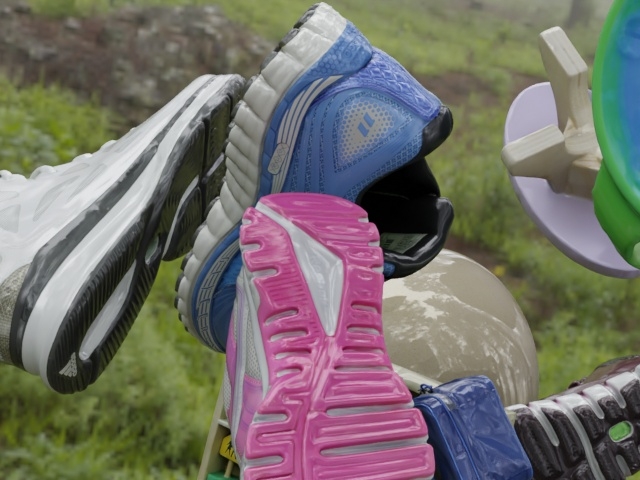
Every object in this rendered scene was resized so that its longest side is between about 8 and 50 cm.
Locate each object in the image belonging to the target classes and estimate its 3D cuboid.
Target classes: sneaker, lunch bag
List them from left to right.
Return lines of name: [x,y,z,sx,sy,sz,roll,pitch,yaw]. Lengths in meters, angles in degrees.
sneaker: [-0.254,-0.059,1.299,0.258,0.169,0.447,18,42,13]
sneaker: [-0.002,0.101,0.740,0.103,0.252,0.111,4,-36,-9]
sneaker: [0.000,0.000,0.884,0.147,0.330,0.130,32,55,7]
lunch bag: [0.097,0.146,0.941,0.065,0.098,0.067,-25,-1,-26]
sneaker: [0.220,0.174,1.149,0.281,0.106,0.162,-20,-2,-4]

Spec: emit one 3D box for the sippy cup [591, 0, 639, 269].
sippy cup: [0.340,-0.098,0.881,0.305,0.240,0.224,-4,-7,44]

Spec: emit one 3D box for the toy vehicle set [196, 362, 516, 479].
toy vehicle set: [0.022,0.179,1.101,0.267,0.166,0.035,18,8,34]

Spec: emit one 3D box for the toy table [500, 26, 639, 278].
toy table: [0.324,-0.107,1.522,0.274,0.252,0.161,49,-15,22]

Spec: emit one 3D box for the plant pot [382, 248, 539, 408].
plant pot: [0.045,0.132,1.275,0.284,0.284,0.191,15,0,34]
